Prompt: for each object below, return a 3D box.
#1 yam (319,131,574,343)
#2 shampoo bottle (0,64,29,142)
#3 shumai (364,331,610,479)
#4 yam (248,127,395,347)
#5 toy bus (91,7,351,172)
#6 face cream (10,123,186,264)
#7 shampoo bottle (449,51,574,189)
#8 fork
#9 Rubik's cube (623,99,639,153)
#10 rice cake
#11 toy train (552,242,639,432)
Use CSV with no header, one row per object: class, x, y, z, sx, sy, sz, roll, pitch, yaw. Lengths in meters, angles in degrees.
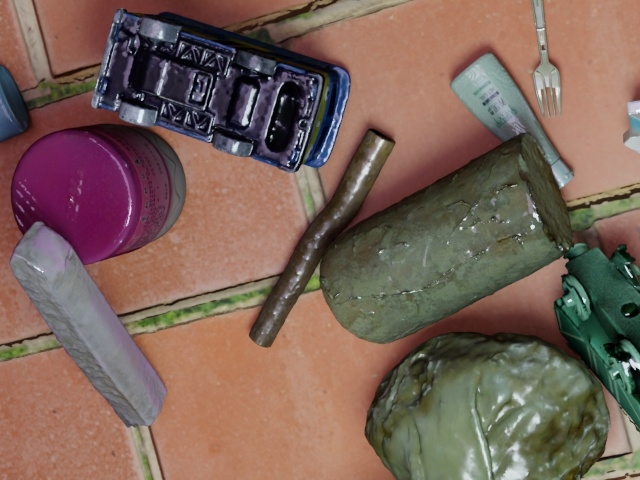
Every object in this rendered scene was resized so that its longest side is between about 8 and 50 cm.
yam,0.159,0.003,1.692,0.304,0.168,0.168,-30,88,28
shampoo bottle,-0.535,-0.151,1.937,0.258,0.061,0.104,-23,89,17
shumai,0.174,0.283,1.639,0.292,0.288,0.330,47,132,-1
yam,0.000,0.000,1.815,0.045,0.045,0.327,25,106,-21
toy bus,-0.124,-0.191,1.756,0.287,0.175,0.138,19,101,12
face cream,-0.284,-0.064,1.808,0.175,0.195,0.175,2,98,17
shampoo bottle,0.245,-0.142,1.729,0.069,0.041,0.191,-39,86,14
fork,0.274,-0.261,1.712,0.034,0.028,0.219,-5,96,20
Rubik's cube,0.405,-0.134,1.666,0.075,0.084,0.073,-6,91,33
rice cake,-0.290,0.120,1.783,0.064,0.399,0.070,8,55,25
toy train,0.360,0.118,1.613,0.115,0.154,0.269,-28,45,-7
